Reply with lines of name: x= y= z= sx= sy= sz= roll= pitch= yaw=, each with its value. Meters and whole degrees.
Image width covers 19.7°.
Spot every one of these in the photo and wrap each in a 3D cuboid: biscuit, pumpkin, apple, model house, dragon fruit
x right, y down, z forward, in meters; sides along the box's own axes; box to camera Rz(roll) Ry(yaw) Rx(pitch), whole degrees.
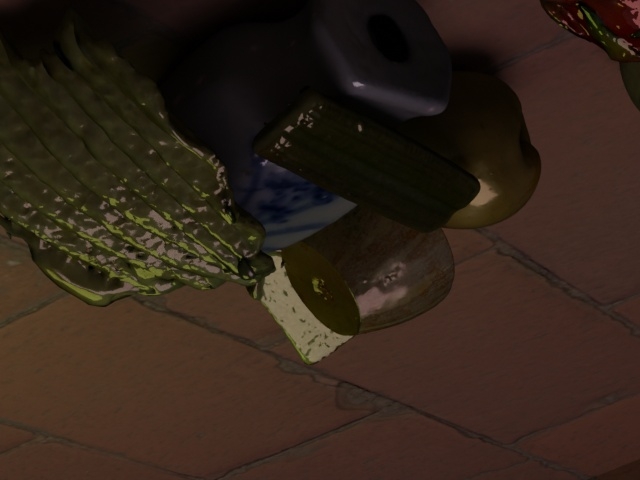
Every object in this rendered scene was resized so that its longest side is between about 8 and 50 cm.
biscuit: x=0.055 y=-0.072 z=1.885 sx=0.099 sy=0.038 sz=0.322 roll=-38 pitch=145 yaw=21
pumpkin: x=0.035 y=0.027 z=2.100 sx=0.110 sy=0.217 sz=0.217 roll=-50 pitch=175 yaw=-33
apple: x=0.156 y=-0.102 z=2.100 sx=0.200 sy=0.200 sz=0.200 roll=-11 pitch=154 yaw=-5
model house: x=0.000 y=0.000 z=2.288 sx=0.214 sy=0.195 sz=0.189 roll=-34 pitch=126 yaw=8
dragon fruit: x=0.308 y=-0.280 z=1.848 sx=0.269 sy=0.200 sz=0.198 roll=25 pitch=135 yaw=-5

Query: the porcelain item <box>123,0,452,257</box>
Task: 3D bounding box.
porcelain item: x=-0.059 y=-0.109 z=1.977 sx=0.242 sy=0.178 sz=0.405 roll=11 pitch=143 yaw=-42

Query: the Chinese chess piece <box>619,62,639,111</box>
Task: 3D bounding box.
Chinese chess piece: x=0.464 y=-0.223 z=2.098 sx=0.250 sy=0.101 sz=0.250 roll=-11 pitch=155 yaw=-5

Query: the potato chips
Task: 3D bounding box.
potato chips: x=-0.207 y=-0.062 z=1.841 sx=0.373 sy=0.097 sz=0.389 roll=-2 pitch=135 yaw=43
